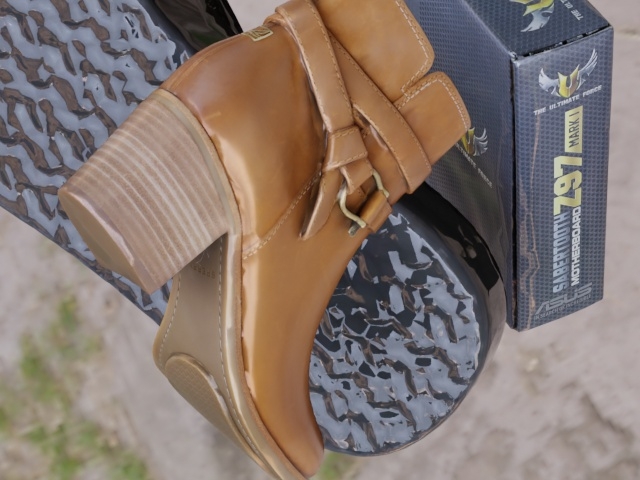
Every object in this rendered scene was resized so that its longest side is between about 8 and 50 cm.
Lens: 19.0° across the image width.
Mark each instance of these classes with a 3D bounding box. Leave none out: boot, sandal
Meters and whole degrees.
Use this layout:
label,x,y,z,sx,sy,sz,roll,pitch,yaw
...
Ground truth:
label,x,y,z,sx,sy,sz,roll,pitch,yaw
boot,0.000,0.000,0.753,0.073,0.152,0.197,34,158,43
sandal,-0.097,-0.079,0.903,0.446,0.107,0.167,45,116,-2

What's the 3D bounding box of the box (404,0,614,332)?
label,x,y,z,sx,sy,sz,roll,pitch,yaw
box,0.071,-0.093,1.004,0.183,0.059,0.233,85,158,-44
